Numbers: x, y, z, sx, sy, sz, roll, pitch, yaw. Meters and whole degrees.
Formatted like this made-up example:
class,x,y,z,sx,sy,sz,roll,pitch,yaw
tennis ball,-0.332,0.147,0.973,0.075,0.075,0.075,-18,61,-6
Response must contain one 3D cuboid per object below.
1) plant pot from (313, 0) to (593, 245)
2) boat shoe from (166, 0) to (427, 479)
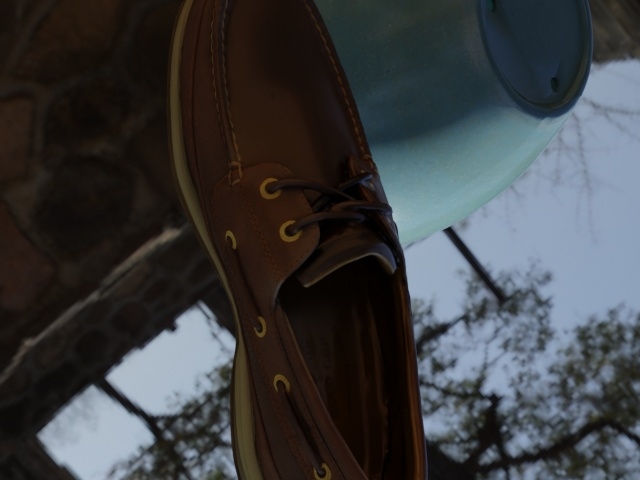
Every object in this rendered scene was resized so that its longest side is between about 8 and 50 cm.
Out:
class,x,y,z,sx,sy,sz,roll,pitch,yaw
plant pot,0.076,-0.138,0.821,0.195,0.290,0.290,-6,-148,45
boat shoe,0.000,0.000,0.342,0.064,0.178,0.060,-8,175,-29
